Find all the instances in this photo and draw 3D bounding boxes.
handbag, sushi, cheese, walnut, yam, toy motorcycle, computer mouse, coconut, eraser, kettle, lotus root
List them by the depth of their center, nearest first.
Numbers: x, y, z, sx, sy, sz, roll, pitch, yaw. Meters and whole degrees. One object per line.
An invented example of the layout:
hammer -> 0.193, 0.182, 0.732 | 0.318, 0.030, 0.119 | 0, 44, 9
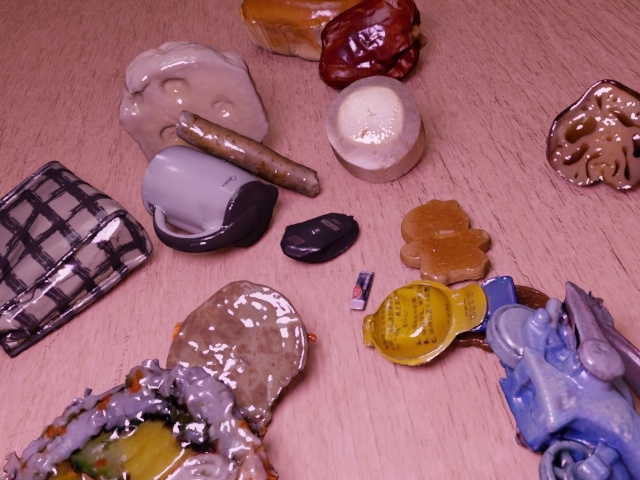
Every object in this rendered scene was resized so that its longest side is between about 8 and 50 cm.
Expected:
sushi -> -0.238, 0.332, 0.849 | 0.417, 0.176, 0.417 | -7, 41, 6
toy motorcycle -> 0.353, 0.195, 0.849 | 0.241, 0.182, 0.319 | -12, 45, 3
cheese -> 0.181, 0.117, 1.040 | 0.250, 0.064, 0.157 | -18, 46, 23
eraser -> 0.072, 0.085, 1.169 | 0.027, 0.019, 0.099 | 3, 44, 17
computer mouse -> 0.000, 0.000, 1.260 | 0.172, 0.057, 0.099 | -25, 39, -31
lotus root -> 0.546, -0.197, 1.287 | 0.188, 0.199, 0.180 | 47, 25, 6
handbag -> -0.541, 0.024, 1.291 | 0.327, 0.163, 0.325 | -41, 46, -22
kettle -> -0.230, -0.064, 1.308 | 0.236, 0.161, 0.221 | 22, 49, 30
yam -> -0.144, -0.172, 1.366 | 0.317, 0.067, 0.071 | 24, 25, -10
coconut -> 0.114, -0.223, 1.379 | 0.202, 0.222, 0.202 | -1, 83, 12
cheese -> -0.272, -0.261, 1.427 | 0.318, 0.326, 0.115 | 17, 30, -26
walnut -> 0.124, -0.489, 1.677 | 0.269, 0.222, 0.244 | -9, 9, 17

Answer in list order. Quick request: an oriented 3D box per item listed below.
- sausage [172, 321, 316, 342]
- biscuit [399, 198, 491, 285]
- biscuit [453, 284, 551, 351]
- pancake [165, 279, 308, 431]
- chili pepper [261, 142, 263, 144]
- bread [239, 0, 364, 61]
sausage -> -0.121, 0.162, 1.093 | 0.234, 0.071, 0.071 | -3, 42, 10
biscuit -> 0.218, 0.001, 1.216 | 0.166, 0.036, 0.225 | -14, 38, -3
biscuit -> 0.287, 0.124, 1.066 | 0.175, 0.026, 0.124 | -12, 40, 0
pancake -> -0.129, 0.179, 1.032 | 0.222, 0.042, 0.236 | 12, 78, 20
chili pepper -> -0.164, -0.227, 1.558 | 0.050, 0.052, 0.202 | -12, 39, -23
bread -> -0.037, -0.613, 1.860 | 0.388, 0.183, 0.236 | 8, 42, 22
